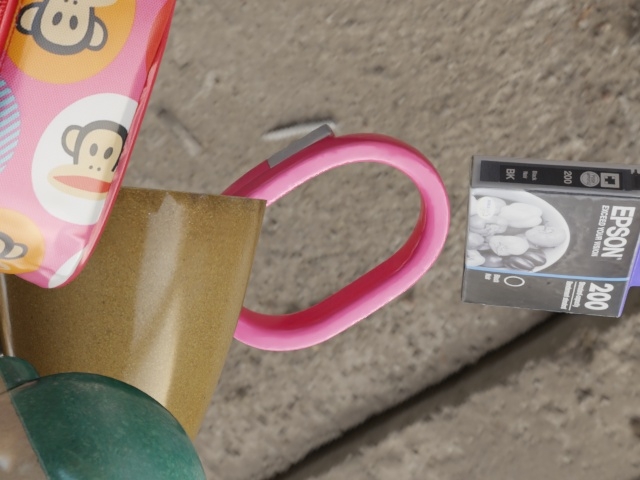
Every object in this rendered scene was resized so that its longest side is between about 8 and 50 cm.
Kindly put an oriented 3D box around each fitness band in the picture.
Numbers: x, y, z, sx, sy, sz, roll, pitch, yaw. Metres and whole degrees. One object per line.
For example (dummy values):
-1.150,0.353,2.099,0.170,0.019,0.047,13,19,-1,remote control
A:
0.000,0.000,1.370,0.291,0.054,0.209,-33,117,8,fitness band

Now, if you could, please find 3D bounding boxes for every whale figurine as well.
-0.154,0.169,0.859,0.216,0.141,0.272,65,167,0,whale figurine

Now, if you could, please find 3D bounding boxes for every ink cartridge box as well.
0.232,0.000,1.134,0.208,0.045,0.206,3,149,6,ink cartridge box

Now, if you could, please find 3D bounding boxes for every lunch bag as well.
-0.171,-0.140,0.665,0.293,0.120,0.258,41,113,53,lunch bag

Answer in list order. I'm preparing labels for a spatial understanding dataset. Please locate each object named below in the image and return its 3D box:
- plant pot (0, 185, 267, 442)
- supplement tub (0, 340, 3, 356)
-0.171,0.080,1.084,0.237,0.237,0.254,5,92,31,plant pot
-0.380,0.075,1.234,0.190,0.117,0.117,49,139,17,supplement tub
